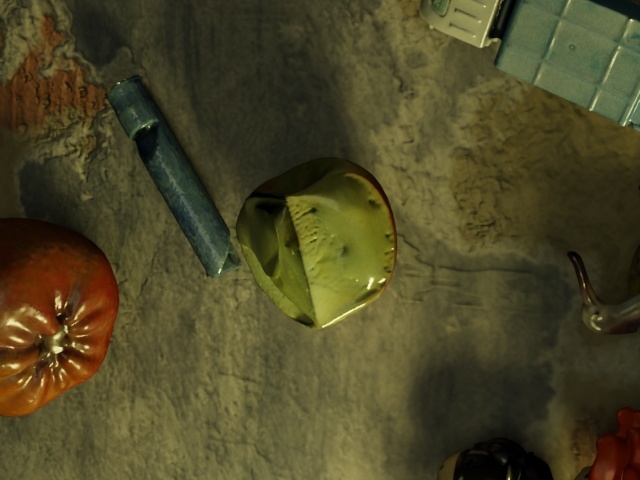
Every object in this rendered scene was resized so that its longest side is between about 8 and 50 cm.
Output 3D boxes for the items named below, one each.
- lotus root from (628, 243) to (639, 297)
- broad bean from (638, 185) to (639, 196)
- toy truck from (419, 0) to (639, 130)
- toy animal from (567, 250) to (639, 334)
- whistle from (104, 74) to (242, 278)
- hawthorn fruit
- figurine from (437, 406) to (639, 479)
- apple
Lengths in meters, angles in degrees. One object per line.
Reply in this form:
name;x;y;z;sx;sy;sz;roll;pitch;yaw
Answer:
lotus root;0.408;0.029;1.231;0.054;0.049;0.099;15;95;18
broad bean;0.496;-0.043;1.202;0.226;0.039;0.069;6;91;18
toy truck;0.295;-0.257;1.161;0.367;0.175;0.146;27;127;16
toy animal;0.444;0.108;1.194;0.324;0.090;0.195;2;105;2
whistle;-0.202;-0.088;1.413;0.062;0.062;0.304;-32;84;18
hawthorn fruit;-0.438;0.086;1.410;0.298;0.277;0.277;38;107;40
figurine;0.312;0.365;1.221;0.411;0.241;0.306;-12;67;36
apple;0.000;0.000;1.299;0.207;0.174;0.188;-17;109;17
